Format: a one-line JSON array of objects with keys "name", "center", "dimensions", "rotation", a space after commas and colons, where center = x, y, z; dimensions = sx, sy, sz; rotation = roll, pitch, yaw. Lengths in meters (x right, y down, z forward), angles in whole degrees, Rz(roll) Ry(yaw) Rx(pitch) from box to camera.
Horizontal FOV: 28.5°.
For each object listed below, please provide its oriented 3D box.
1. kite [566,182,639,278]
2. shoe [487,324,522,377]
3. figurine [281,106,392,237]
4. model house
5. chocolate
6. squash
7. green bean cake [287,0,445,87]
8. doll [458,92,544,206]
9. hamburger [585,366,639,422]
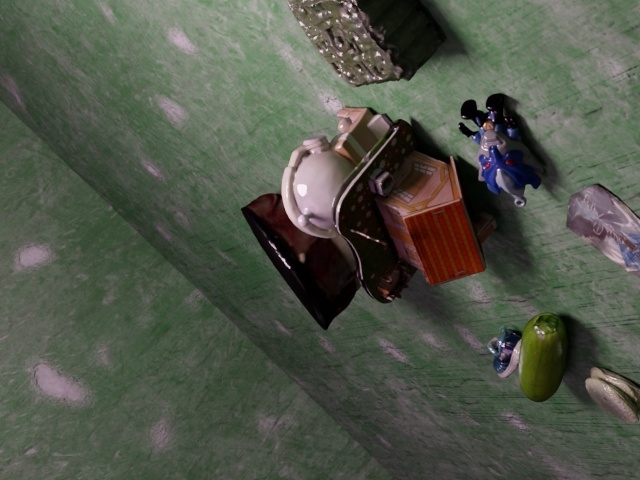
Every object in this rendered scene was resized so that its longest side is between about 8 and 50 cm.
[{"name": "kite", "center": [0.468, 0.034, 1.744], "dimensions": [0.310, 0.015, 0.169], "rotation": [38, 161, 15]}, {"name": "shoe", "center": [0.342, 0.206, 2.331], "dimensions": [0.071, 0.064, 0.143], "rotation": [38, 159, 10]}, {"name": "figurine", "center": [0.023, -0.105, 2.009], "dimensions": [0.162, 0.237, 0.141], "rotation": [47, 155, -24]}, {"name": "model house", "center": [0.162, -0.013, 1.969], "dimensions": [0.154, 0.207, 0.294], "rotation": [25, 156, 34]}, {"name": "chocolate", "center": [0.000, 0.000, 2.330], "dimensions": [0.283, 0.186, 0.283], "rotation": [54, 176, 6]}, {"name": "squash", "center": [0.386, 0.199, 2.190], "dimensions": [0.082, 0.082, 0.292], "rotation": [34, 158, 23]}, {"name": "green bean cake", "center": [0.054, -0.294, 1.713], "dimensions": [0.173, 0.094, 0.181], "rotation": [51, 159, -23]}, {"name": "doll", "center": [0.254, -0.120, 1.756], "dimensions": [0.096, 0.070, 0.195], "rotation": [-7, 133, 26]}, {"name": "hamburger", "center": [0.495, 0.257, 2.152], "dimensions": [0.084, 0.054, 0.121], "rotation": [47, 169, -20]}]
